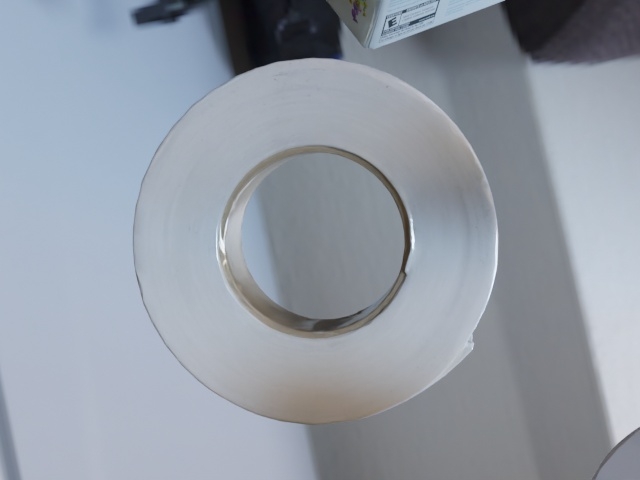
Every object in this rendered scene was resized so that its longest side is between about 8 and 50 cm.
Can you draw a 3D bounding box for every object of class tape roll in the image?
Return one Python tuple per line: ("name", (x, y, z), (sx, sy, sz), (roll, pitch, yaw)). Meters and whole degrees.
("tape roll", (0.000, 0.000, 1.166), (0.286, 0.286, 0.100), (-12, -178, 6))

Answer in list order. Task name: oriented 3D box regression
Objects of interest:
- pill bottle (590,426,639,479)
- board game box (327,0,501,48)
("pill bottle", (0.279, 0.212, 0.910), (0.160, 0.160, 0.283), (-14, 148, 31))
("board game box", (0.128, -0.312, 1.151), (0.224, 0.097, 0.303), (-24, 153, -25))
